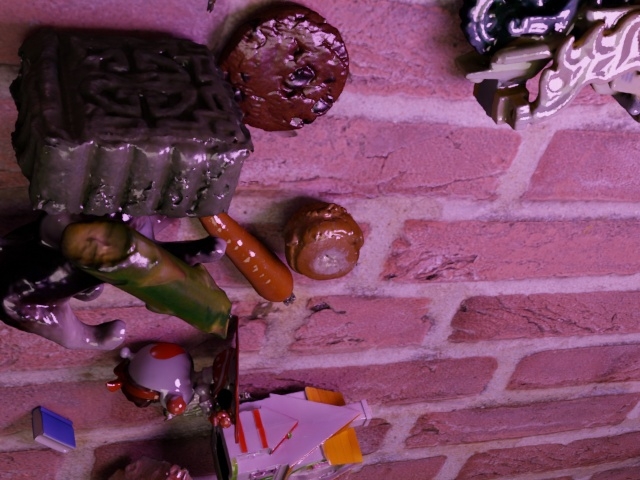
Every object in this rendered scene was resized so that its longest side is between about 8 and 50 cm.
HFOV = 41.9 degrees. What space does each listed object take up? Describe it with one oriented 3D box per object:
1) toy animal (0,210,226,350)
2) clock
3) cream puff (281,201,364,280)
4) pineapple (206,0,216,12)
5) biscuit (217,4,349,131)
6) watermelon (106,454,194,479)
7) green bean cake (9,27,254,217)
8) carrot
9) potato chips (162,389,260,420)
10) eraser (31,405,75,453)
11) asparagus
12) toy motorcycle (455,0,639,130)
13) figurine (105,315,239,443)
[{"bbox_3d":[-0.337,-0.006,1.127,0.344,0.194,0.303,-41,135,21],"label":"toy animal"},{"bbox_3d":[-0.051,0.407,1.677,0.309,0.166,0.235,-10,149,-17],"label":"clock"},{"bbox_3d":[0.002,-0.004,1.340,0.126,0.103,0.144,-23,138,9],"label":"cream puff"},{"bbox_3d":[-0.094,-0.361,0.922,0.161,0.137,0.176,34,129,4],"label":"pineapple"},{"bbox_3d":[-0.051,-0.226,1.128,0.192,0.049,0.192,-9,134,-9],"label":"biscuit"},{"bbox_3d":[-0.322,0.567,1.704,0.264,0.151,0.302,6,143,36],"label":"watermelon"},{"bbox_3d":[-0.231,-0.144,0.995,0.255,0.241,0.132,3,134,-24],"label":"green bean cake"},{"bbox_3d":[-0.126,0.012,1.333,0.069,0.069,0.336,-30,134,10],"label":"carrot"},{"bbox_3d":[-0.205,0.315,1.637,0.207,0.028,0.092,-3,135,-21],"label":"potato chips"},{"bbox_3d":[-0.488,0.346,1.527,0.027,0.063,0.084,-34,138,10],"label":"eraser"},{"bbox_3d":[-0.191,0.058,1.066,0.085,0.082,0.343,-34,144,11],"label":"asparagus"},{"bbox_3d":[0.381,-0.275,1.176,0.410,0.169,0.237,-3,129,-13],"label":"toy motorcycle"},{"bbox_3d":[-0.253,0.241,1.453,0.226,0.183,0.160,1,126,-6],"label":"figurine"}]
